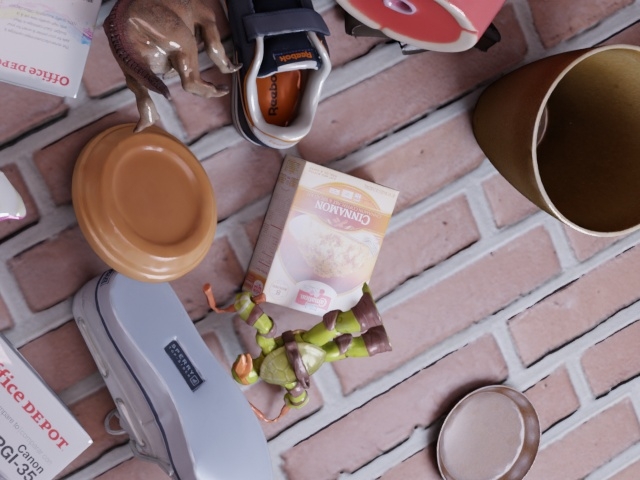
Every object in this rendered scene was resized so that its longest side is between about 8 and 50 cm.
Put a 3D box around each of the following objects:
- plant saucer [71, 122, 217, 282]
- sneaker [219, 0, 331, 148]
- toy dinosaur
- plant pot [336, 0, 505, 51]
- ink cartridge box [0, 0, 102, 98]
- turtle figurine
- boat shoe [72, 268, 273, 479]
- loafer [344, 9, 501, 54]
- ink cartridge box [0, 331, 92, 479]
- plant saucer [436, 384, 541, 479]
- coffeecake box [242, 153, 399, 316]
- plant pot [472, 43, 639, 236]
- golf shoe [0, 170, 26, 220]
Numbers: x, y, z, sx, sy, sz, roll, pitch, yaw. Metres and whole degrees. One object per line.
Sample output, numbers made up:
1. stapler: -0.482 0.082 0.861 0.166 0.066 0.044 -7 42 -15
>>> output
1. plant saucer: -0.203 -0.049 1.853 0.200 0.037 0.200 14 66 -36
2. sneaker: -0.055 -0.270 1.879 0.126 0.127 0.321 -12 104 -20
3. toy dinosaur: -0.190 -0.255 1.763 0.127 0.295 0.200 -15 116 22
4. plant pot: 0.141 -0.376 1.839 0.275 0.275 0.243 30 76 -26
5. ink cartridge box: -0.330 -0.263 1.751 0.128 0.127 0.176 15 93 -28
6. turtle figurine: -0.028 0.129 1.932 0.217 0.087 0.269 -22 130 1
7. boat shoe: -0.199 0.207 1.903 0.136 0.156 0.367 -41 104 -42
8. loafer: 0.125 -0.278 1.994 0.220 0.080 0.078 12 118 -16
9. ink cartridge box: -0.444 0.244 1.809 0.283 0.117 0.207 -42 114 -11
10. plant saucer: 0.232 0.281 2.174 0.168 0.029 0.168 -6 104 -24
11. coffeecake box: 0.000 0.000 1.989 0.142 0.068 0.185 16 94 -27
12. plant pot: 0.311 -0.145 1.997 0.237 0.254 0.237 -5 103 -23
13. golf shoe: -0.455 0.037 1.768 0.140 0.115 0.306 36 86 -29
